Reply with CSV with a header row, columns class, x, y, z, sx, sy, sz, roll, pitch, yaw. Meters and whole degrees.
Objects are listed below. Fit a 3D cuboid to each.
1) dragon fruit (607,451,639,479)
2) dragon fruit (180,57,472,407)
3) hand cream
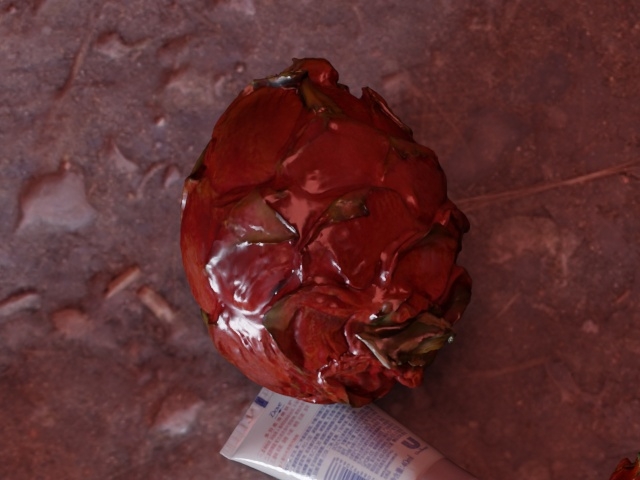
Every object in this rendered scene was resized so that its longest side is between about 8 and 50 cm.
class,x,y,z,sx,sy,sz,roll,pitch,yaw
dragon fruit,0.359,0.290,1.718,0.268,0.205,0.210,5,68,-3
dragon fruit,0.000,0.000,1.813,0.277,0.277,0.342,-30,57,-6
hand cream,0.031,0.211,1.845,0.248,0.083,0.133,30,75,25
